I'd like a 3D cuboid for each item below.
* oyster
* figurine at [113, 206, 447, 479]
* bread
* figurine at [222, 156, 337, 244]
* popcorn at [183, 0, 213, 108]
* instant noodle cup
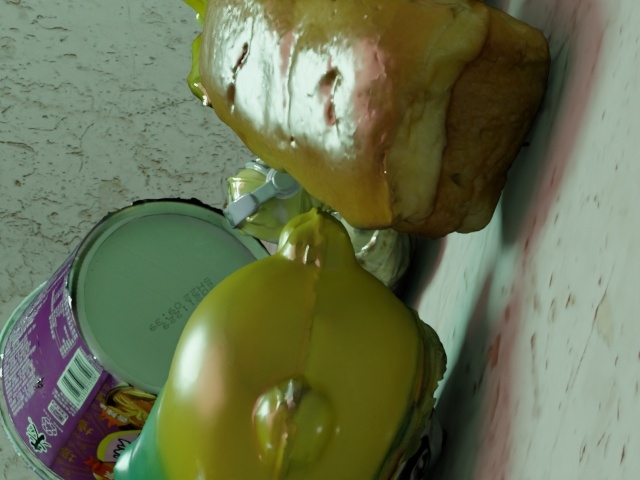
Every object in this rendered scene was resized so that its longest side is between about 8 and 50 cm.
[{"bbox_3d":[0.018,0.060,1.567,0.166,0.110,0.341,-89,17,-47],"label":"oyster"},{"bbox_3d":[-0.032,0.153,1.206,0.340,0.231,0.323,103,176,-47],"label":"figurine"},{"bbox_3d":[0.020,-0.131,1.246,0.344,0.149,0.195,38,109,55],"label":"bread"},{"bbox_3d":[-0.006,-0.039,1.791,0.208,0.184,0.128,61,168,6],"label":"figurine"},{"bbox_3d":[0.018,-0.231,1.569,0.290,0.326,0.321,-55,51,44],"label":"popcorn"},{"bbox_3d":[-0.190,0.114,1.909,0.266,0.340,0.340,124,161,-55],"label":"instant noodle cup"}]
